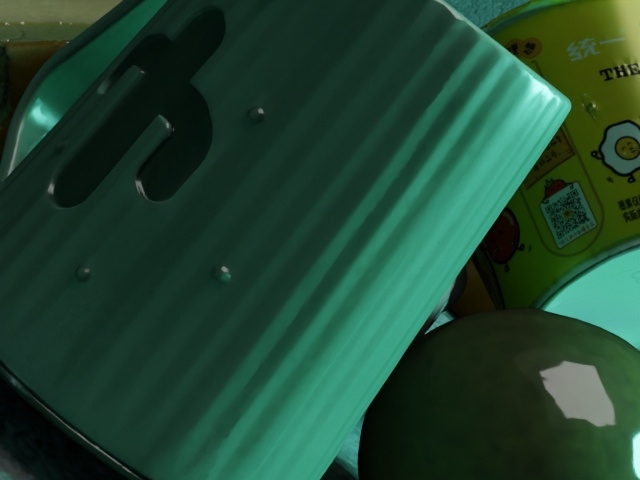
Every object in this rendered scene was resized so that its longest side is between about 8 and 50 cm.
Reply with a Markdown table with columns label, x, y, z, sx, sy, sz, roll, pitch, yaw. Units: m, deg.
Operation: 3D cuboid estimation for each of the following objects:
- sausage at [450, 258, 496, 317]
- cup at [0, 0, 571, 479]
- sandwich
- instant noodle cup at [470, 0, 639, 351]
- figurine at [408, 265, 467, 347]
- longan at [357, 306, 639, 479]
| label | x | y | z | sx | sy | sz | roll | pitch | yaw |
| --- | --- | --- | --- | --- | --- | --- | --- | --- | --- |
| sausage | 0.253 | 0.075 | 2.376 | 0.268 | 0.141 | 0.153 | 50 | 17 | 29 |
| cup | -0.076 | -0.049 | 1.407 | 0.401 | 0.392 | 0.310 | 40 | 7 | 16 |
| sandwich | -0.229 | -0.109 | 1.739 | 0.198 | 0.227 | 0.155 | -3 | 34 | -17 |
| instant noodle cup | 0.260 | -0.035 | 1.769 | 0.325 | 0.325 | 0.254 | 27 | 38 | -46 |
| figurine | -0.008 | 0.001 | 1.647 | 0.261 | 0.269 | 0.211 | 15 | 38 | 7 |
| longan | 0.160 | 0.176 | 1.594 | 0.258 | 0.258 | 0.258 | 39 | 14 | -12 |
